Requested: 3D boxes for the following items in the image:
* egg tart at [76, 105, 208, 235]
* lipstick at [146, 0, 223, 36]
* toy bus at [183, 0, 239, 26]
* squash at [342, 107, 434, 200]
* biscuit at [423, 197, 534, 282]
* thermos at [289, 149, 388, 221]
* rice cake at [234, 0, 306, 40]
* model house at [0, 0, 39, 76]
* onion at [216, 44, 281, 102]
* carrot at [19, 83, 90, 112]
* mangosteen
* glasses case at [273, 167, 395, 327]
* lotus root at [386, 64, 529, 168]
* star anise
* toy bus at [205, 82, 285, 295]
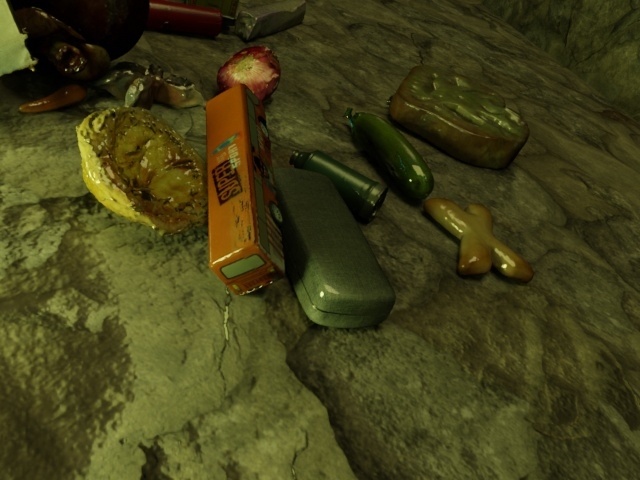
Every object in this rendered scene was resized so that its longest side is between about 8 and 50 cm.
[{"bbox_3d":[-0.263,-0.096,0.918,0.231,0.098,0.252,34,31,-27],"label":"egg tart"},{"bbox_3d":[-0.374,-0.546,1.500,0.279,0.073,0.073,-3,42,-33],"label":"lipstick"},{"bbox_3d":[-0.295,-0.706,1.669,0.138,0.175,0.288,7,34,-22],"label":"toy bus"},{"bbox_3d":[0.141,-0.200,1.322,0.087,0.087,0.331,-1,39,-32],"label":"squash"},{"bbox_3d":[0.298,-0.006,1.180,0.164,0.047,0.208,6,38,-23],"label":"biscuit"},{"bbox_3d":[0.026,-0.106,1.141,0.187,0.083,0.073,31,13,13],"label":"thermos"},{"bbox_3d":[-0.136,-0.645,1.780,0.064,0.070,0.399,25,33,10],"label":"rice cake"},{"bbox_3d":[-0.592,-0.292,0.928,0.271,0.178,0.206,-37,48,-28],"label":"model house"},{"bbox_3d":[-0.141,-0.333,1.332,0.150,0.140,0.150,-9,59,15],"label":"onion"},{"bbox_3d":[-0.455,-0.245,1.071,0.035,0.035,0.142,32,39,13],"label":"carrot"},{"bbox_3d":[-0.456,-0.425,1.112,0.297,0.297,0.293,-25,100,-49],"label":"mangosteen"},{"bbox_3d":[0.000,0.000,0.966,0.131,0.074,0.323,3,39,-26],"label":"glasses case"},{"bbox_3d":[0.346,-0.331,1.612,0.374,0.111,0.390,-5,44,-29],"label":"lotus root"},{"bbox_3d":[-0.333,-0.305,1.199,0.208,0.063,0.172,-12,46,-41],"label":"star anise"},{"bbox_3d":[-0.122,-0.099,0.965,0.092,0.093,0.409,50,20,-44],"label":"toy bus"}]
